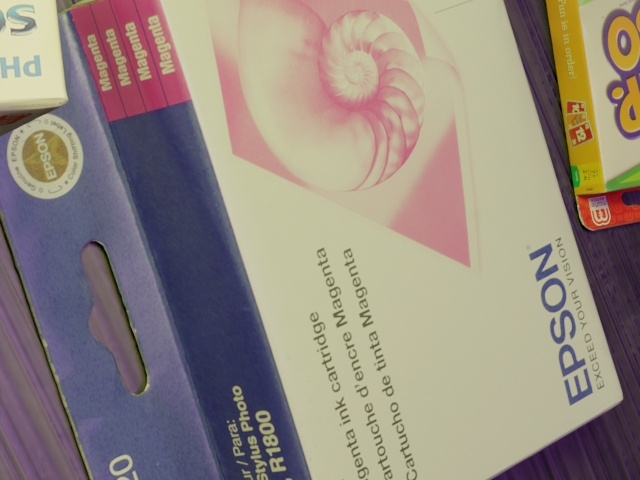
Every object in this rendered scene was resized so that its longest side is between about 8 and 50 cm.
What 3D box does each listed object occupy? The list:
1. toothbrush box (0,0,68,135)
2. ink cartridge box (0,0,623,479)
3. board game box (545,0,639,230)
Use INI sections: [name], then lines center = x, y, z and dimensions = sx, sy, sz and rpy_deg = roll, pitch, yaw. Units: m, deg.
[toothbrush box]
center = -0.198, -0.180, 0.761
dimensions = 0.122, 0.206, 0.283
rpy_deg = -5, 88, -21
[ink cartridge box]
center = 0.000, 0.000, 0.999
dimensions = 0.330, 0.071, 0.324
rpy_deg = -25, 101, -38
[board game box]
center = 0.201, -0.141, 1.189
dimensions = 0.124, 0.039, 0.259
rpy_deg = -10, 94, -37
